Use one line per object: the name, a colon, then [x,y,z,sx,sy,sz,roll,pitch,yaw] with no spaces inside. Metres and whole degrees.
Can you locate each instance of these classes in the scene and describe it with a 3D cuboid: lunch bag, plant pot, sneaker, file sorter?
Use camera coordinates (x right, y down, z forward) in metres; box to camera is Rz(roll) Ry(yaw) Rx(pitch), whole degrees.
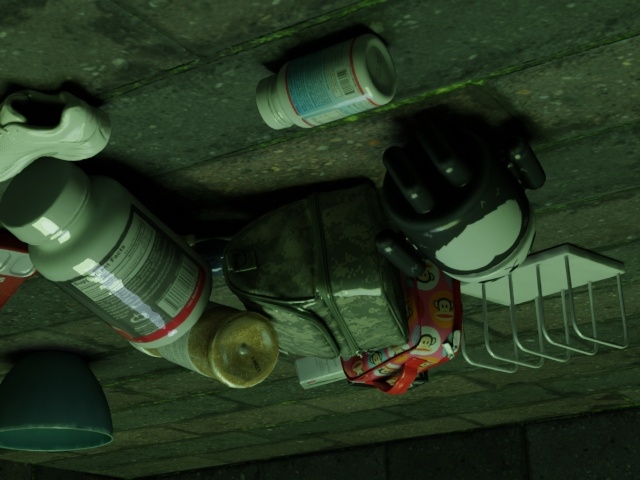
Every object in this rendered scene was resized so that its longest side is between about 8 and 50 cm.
lunch bag: [0.136,0.145,2.127,0.120,0.258,0.293,8,158,-26]
lunch bag: [-0.005,0.068,1.919,0.256,0.212,0.305,-10,155,8]
plant pot: [-0.623,0.365,2.743,0.290,0.195,0.290,-2,160,-1]
sneaker: [-0.395,-0.147,1.526,0.232,0.090,0.115,-16,151,10]
file sorter: [0.420,0.141,2.279,0.193,0.173,0.278,17,153,-42]

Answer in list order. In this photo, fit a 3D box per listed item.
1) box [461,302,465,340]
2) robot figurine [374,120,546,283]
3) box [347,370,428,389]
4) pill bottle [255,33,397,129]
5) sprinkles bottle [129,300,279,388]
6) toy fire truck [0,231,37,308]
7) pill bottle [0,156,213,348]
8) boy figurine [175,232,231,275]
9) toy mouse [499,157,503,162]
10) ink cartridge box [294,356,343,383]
box: [0.226,0.139,2.380,0.058,0.087,0.232,-10,160,22]
robot figurine: [0.197,-0.049,1.677,0.209,0.173,0.278,-3,151,32]
box: [0.131,0.203,2.406,0.147,0.180,0.077,7,157,-26]
pill bottle: [0.005,-0.186,1.435,0.160,0.087,0.087,-14,157,31]
sprinkles bottle: [-0.202,0.151,1.925,0.121,0.121,0.355,10,179,-31]
toy fire truck: [-0.642,0.057,1.982,0.302,0.169,0.254,15,130,-42]
pill bottle: [-0.318,0.013,1.764,0.176,0.176,0.318,-14,140,29]
boy figurine: [-0.252,0.027,2.001,0.285,0.092,0.177,0,161,-4]
toy mouse: [0.275,-0.097,1.800,0.161,0.031,0.143,9,157,-30]
ink cartridge box: [0.067,0.264,2.615,0.239,0.060,0.275,-15,170,-1]
